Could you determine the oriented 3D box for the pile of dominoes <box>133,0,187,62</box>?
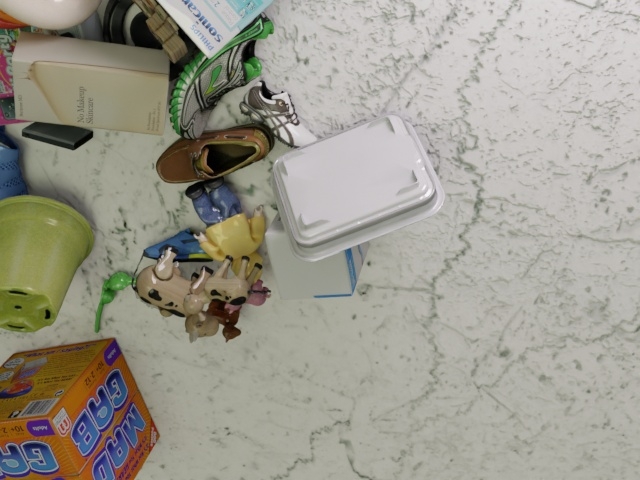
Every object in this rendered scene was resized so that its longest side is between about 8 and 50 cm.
[{"bbox_3d":[-0.368,-0.473,1.557,0.040,0.196,0.251,-42,88,-6],"label":"pile of dominoes"}]

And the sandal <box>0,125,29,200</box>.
[{"bbox_3d":[-0.801,-0.202,1.904,0.138,0.126,0.317,-17,112,17],"label":"sandal"}]

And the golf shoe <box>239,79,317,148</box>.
[{"bbox_3d":[-0.081,-0.275,1.701,0.198,0.077,0.094,32,119,-4],"label":"golf shoe"}]

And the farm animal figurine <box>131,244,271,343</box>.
[{"bbox_3d":[-0.298,0.141,1.827,0.326,0.172,0.330,23,150,-1],"label":"farm animal figurine"}]

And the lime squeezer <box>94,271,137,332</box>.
[{"bbox_3d":[-0.537,0.142,2.052,0.310,0.059,0.110,-33,134,25],"label":"lime squeezer"}]

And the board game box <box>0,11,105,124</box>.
[{"bbox_3d":[-0.638,-0.393,1.777,0.303,0.097,0.224,-3,114,16],"label":"board game box"}]

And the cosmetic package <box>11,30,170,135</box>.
[{"bbox_3d":[-0.481,-0.331,1.636,0.309,0.113,0.160,3,135,-13],"label":"cosmetic package"}]

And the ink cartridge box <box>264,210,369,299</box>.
[{"bbox_3d":[0.000,0.000,1.727,0.171,0.233,0.168,-4,117,16],"label":"ink cartridge box"}]

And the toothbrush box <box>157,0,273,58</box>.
[{"bbox_3d":[-0.181,-0.532,1.484,0.295,0.126,0.216,-40,109,5],"label":"toothbrush box"}]

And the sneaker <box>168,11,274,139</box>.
[{"bbox_3d":[-0.219,-0.355,1.663,0.146,0.134,0.343,31,119,-3],"label":"sneaker"}]

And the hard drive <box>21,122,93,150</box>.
[{"bbox_3d":[-0.627,-0.255,1.843,0.135,0.094,0.022,16,119,7],"label":"hard drive"}]

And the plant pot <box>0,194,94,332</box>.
[{"bbox_3d":[-0.714,0.075,1.887,0.276,0.254,0.276,-2,138,-2],"label":"plant pot"}]

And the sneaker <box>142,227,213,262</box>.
[{"bbox_3d":[-0.352,0.013,1.932,0.209,0.069,0.082,-3,80,27],"label":"sneaker"}]

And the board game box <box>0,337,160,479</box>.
[{"bbox_3d":[-0.723,0.530,2.110,0.356,0.356,0.356,-10,113,19],"label":"board game box"}]

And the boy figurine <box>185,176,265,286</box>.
[{"bbox_3d":[-0.207,-0.021,1.851,0.177,0.092,0.285,-30,111,-3],"label":"boy figurine"}]

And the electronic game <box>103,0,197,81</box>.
[{"bbox_3d":[-0.376,-0.461,1.700,0.229,0.048,0.229,5,110,15],"label":"electronic game"}]

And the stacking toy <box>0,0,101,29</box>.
[{"bbox_3d":[-0.722,-0.566,1.633,0.480,0.350,0.351,-9,114,36],"label":"stacking toy"}]

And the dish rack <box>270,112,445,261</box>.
[{"bbox_3d":[0.063,-0.128,1.589,0.333,0.285,0.072,-21,143,3],"label":"dish rack"}]

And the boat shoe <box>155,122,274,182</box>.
[{"bbox_3d":[-0.260,-0.196,1.770,0.307,0.104,0.111,-17,110,22],"label":"boat shoe"}]
